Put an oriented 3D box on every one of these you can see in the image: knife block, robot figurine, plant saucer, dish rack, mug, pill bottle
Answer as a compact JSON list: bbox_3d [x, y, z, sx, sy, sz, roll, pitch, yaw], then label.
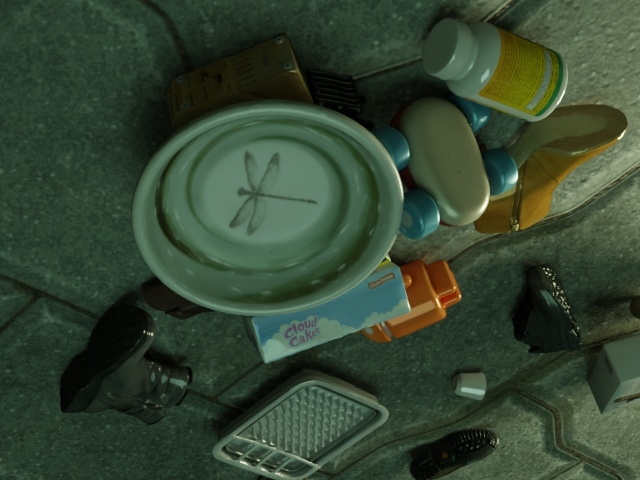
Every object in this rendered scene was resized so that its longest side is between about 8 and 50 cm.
[{"bbox_3d":[-0.065,-0.181,1.499,0.276,0.088,0.242,-20,137,6],"label":"knife block"},{"bbox_3d":[0.153,0.117,1.860,0.219,0.158,0.128,-23,96,9],"label":"robot figurine"},{"bbox_3d":[-0.079,-0.059,1.468,0.400,0.100,0.400,-4,131,-5],"label":"plant saucer"},{"bbox_3d":[-0.047,0.400,2.152,0.333,0.072,0.285,-39,132,25],"label":"dish rack"},{"bbox_3d":[0.328,0.329,2.194,0.064,0.062,0.078,7,128,-12],"label":"mug"},{"bbox_3d":[0.262,-0.262,1.485,0.208,0.117,0.117,14,131,-29],"label":"pill bottle"}]

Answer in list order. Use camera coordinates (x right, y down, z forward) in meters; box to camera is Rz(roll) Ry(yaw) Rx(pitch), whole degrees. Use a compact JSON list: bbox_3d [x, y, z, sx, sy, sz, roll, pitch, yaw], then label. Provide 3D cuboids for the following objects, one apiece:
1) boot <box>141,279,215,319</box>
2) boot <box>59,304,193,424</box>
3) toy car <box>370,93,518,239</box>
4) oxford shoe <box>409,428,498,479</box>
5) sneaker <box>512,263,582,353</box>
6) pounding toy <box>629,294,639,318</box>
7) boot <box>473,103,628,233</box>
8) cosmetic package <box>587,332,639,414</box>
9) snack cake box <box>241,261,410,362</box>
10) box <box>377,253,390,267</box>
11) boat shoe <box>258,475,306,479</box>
[{"bbox_3d":[-0.175,0.096,1.797,0.207,0.090,0.248,-27,140,31],"label":"boot"},{"bbox_3d":[-0.338,0.240,1.880,0.223,0.118,0.338,14,142,-33],"label":"boot"},{"bbox_3d":[0.150,-0.111,1.598,0.219,0.210,0.238,-28,-174,-30],"label":"toy car"},{"bbox_3d":[0.332,0.525,2.407,0.227,0.083,0.096,-23,157,10],"label":"oxford shoe"},{"bbox_3d":[0.453,0.158,2.013,0.130,0.109,0.286,-18,137,13],"label":"sneaker"},{"bbox_3d":[0.784,0.096,2.060,0.183,0.110,0.237,6,162,-31],"label":"pounding toy"},{"bbox_3d":[0.392,-0.116,1.708,0.295,0.104,0.211,-17,144,10],"label":"boot"},{"bbox_3d":[0.750,0.267,2.134,0.284,0.097,0.377,-20,158,3],"label":"cosmetic package"},{"bbox_3d":[0.002,0.109,1.674,0.264,0.152,0.089,-19,105,-10],"label":"snack cake box"},{"bbox_3d":[0.064,-0.026,1.645,0.059,0.169,0.054,-27,136,13],"label":"box"},{"bbox_3d":[-0.106,0.672,2.394,0.123,0.120,0.324,3,135,-20],"label":"boat shoe"}]
